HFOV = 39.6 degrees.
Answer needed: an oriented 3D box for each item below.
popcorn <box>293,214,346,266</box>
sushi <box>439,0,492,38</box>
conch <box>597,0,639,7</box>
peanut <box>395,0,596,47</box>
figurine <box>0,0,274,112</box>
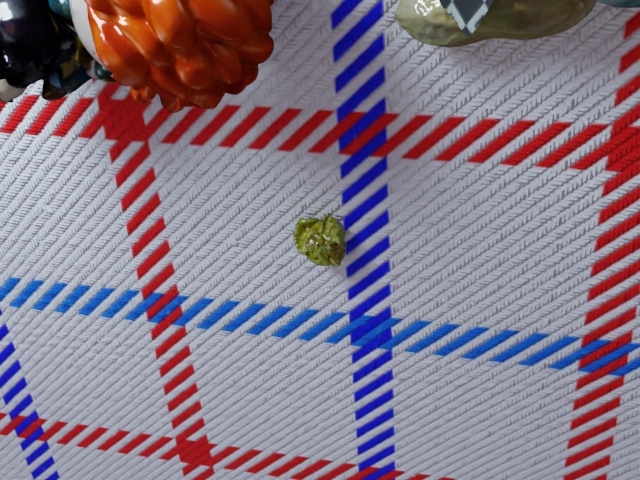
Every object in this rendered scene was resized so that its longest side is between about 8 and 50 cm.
[{"bbox_3d":[-0.002,0.003,1.219,0.083,0.059,0.068,35,127,1],"label":"popcorn"},{"bbox_3d":[0.144,-0.321,0.903,0.201,0.031,0.139,60,138,28],"label":"sushi"},{"bbox_3d":[0.296,-0.330,0.825,0.277,0.220,0.195,50,166,7],"label":"conch"},{"bbox_3d":[0.185,-0.254,0.953,0.214,0.098,0.090,-3,135,22],"label":"peanut"},{"bbox_3d":[-0.235,-0.241,0.969,0.412,0.306,0.241,-4,84,20],"label":"figurine"}]
